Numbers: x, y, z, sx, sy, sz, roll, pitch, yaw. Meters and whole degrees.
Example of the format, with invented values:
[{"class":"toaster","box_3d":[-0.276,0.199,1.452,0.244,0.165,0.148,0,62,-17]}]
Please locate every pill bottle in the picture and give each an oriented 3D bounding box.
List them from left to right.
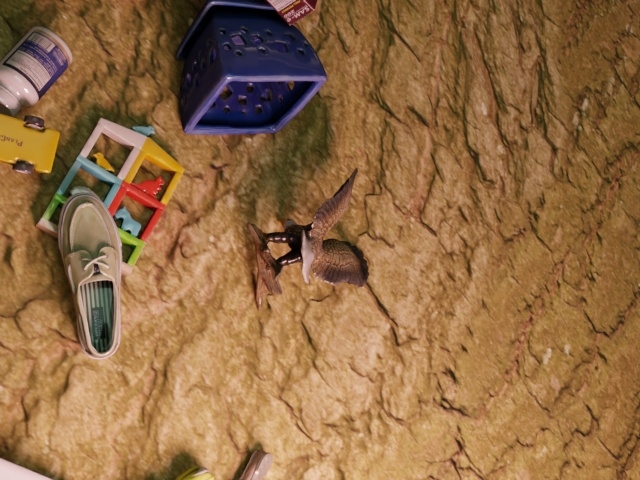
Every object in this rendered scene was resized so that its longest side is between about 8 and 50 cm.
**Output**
[{"class":"pill bottle","box_3d":[-0.541,-0.303,1.426,0.094,0.094,0.169,39,61,-16]}]

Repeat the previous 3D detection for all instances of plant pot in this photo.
[{"class":"plant pot","box_3d":[-0.159,-0.362,1.593,0.236,0.236,0.212,-6,73,-33]}]

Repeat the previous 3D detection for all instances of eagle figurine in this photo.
[{"class":"eagle figurine","box_3d":[-0.006,-0.008,1.608,0.298,0.226,0.225,-16,65,-28]}]

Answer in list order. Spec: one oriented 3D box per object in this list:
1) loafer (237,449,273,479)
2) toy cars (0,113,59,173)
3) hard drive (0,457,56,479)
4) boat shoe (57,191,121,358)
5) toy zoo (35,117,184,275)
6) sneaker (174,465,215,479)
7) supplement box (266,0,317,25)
[{"class":"loafer","box_3d":[-0.138,0.459,1.491,0.125,0.039,0.045,-56,139,-26]},{"class":"toy cars","box_3d":[-0.645,-0.129,1.325,0.393,0.087,0.176,-32,105,-28]},{"class":"hard drive","box_3d":[-0.500,0.443,1.145,0.353,0.047,0.233,57,46,-54]},{"class":"boat shoe","box_3d":[-0.396,0.061,1.384,0.109,0.094,0.302,-10,90,-24]},{"class":"toy zoo","box_3d":[-0.388,-0.103,1.498,0.192,0.030,0.293,32,63,-19]},{"class":"sneaker","box_3d":[-0.262,0.513,1.366,0.240,0.091,0.126,-36,97,-33]},{"class":"supplement box","box_3d":[-0.100,-0.549,1.499,0.239,0.073,0.130,40,46,-32]}]
